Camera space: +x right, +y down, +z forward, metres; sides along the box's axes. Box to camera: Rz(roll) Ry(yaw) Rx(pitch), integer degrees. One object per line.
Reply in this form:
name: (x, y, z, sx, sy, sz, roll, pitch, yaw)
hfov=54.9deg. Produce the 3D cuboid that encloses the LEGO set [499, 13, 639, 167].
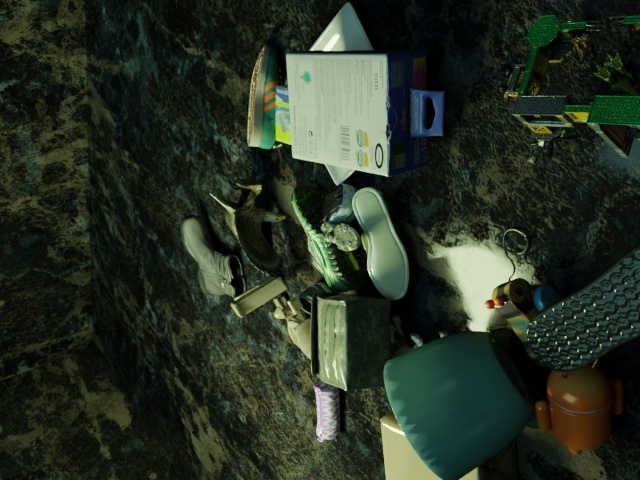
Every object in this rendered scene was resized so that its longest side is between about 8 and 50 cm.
LEGO set: (0.510, -0.263, 1.082, 0.331, 0.192, 0.255, 4, 78, 46)

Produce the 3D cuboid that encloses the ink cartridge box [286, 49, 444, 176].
ink cartridge box: (0.104, -0.306, 1.448, 0.395, 0.151, 0.270, 19, 119, 45)

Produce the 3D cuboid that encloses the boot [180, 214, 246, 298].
boot: (-0.387, 0.056, 2.308, 0.222, 0.118, 0.338, -1, 114, 47)

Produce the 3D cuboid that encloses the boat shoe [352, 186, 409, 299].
boat shoe: (0.164, 0.004, 1.625, 0.109, 0.091, 0.305, -16, 96, 12)

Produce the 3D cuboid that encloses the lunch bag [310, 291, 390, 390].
lunch bag: (0.059, 0.264, 1.685, 0.287, 0.168, 0.235, 177, 94, -64)

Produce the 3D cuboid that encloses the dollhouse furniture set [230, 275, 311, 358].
dollhouse furniture set: (-0.124, 0.310, 1.981, 0.356, 0.173, 0.303, 61, 167, -5)

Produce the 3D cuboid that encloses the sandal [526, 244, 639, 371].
sandal: (0.580, 0.096, 1.123, 0.445, 0.107, 0.168, -36, 80, 39)

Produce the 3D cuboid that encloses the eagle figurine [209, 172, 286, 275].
eagle figurine: (-0.220, -0.049, 1.992, 0.225, 0.226, 0.299, 11, 109, 26)

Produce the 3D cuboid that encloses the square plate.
square plate: (0.070, -0.374, 1.621, 0.344, 0.049, 0.347, -38, 75, 49)

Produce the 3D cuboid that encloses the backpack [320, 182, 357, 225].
backpack: (0.061, -0.100, 1.697, 0.114, 0.084, 0.105, -39, 44, 55)

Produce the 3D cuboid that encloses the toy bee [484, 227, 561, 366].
toy bee: (0.421, 0.148, 1.319, 0.298, 0.162, 0.195, 52, 139, 23)

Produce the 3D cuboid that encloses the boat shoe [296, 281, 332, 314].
boat shoe: (0.037, 0.278, 1.878, 0.319, 0.099, 0.116, 58, 141, 18)

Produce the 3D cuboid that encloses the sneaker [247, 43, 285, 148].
sneaker: (-0.143, -0.422, 1.829, 0.108, 0.121, 0.302, -167, 83, -70)

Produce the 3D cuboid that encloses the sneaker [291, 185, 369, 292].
sneaker: (0.000, 0.000, 1.786, 0.146, 0.134, 0.344, -36, 76, 52)

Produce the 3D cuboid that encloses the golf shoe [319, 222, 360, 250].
golf shoe: (0.072, -0.012, 1.640, 0.176, 0.086, 0.069, 25, 105, 59)

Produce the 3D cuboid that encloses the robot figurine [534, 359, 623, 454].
robot figurine: (0.534, 0.338, 1.268, 0.158, 0.128, 0.220, 5, 125, 29)

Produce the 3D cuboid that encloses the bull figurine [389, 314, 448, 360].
bull figurine: (0.231, 0.316, 1.660, 0.310, 0.101, 0.189, 9, 109, 49)

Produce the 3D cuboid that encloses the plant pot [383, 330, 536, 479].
plant pot: (0.317, 0.333, 1.341, 0.235, 0.293, 0.293, -36, 74, 18)

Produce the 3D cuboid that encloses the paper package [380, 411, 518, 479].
paper package: (0.331, 0.615, 1.608, 0.324, 0.168, 0.310, 10, 112, 49)

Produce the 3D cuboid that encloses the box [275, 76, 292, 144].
box: (-0.079, -0.362, 1.733, 0.109, 0.042, 0.178, 24, 122, 43)

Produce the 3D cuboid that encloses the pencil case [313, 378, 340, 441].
pencil case: (0.019, 0.555, 2.021, 0.086, 0.088, 0.206, 15, 115, 44)

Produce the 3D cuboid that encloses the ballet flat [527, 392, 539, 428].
ballet flat: (0.447, 0.357, 1.460, 0.206, 0.073, 0.067, 55, 166, 24)
